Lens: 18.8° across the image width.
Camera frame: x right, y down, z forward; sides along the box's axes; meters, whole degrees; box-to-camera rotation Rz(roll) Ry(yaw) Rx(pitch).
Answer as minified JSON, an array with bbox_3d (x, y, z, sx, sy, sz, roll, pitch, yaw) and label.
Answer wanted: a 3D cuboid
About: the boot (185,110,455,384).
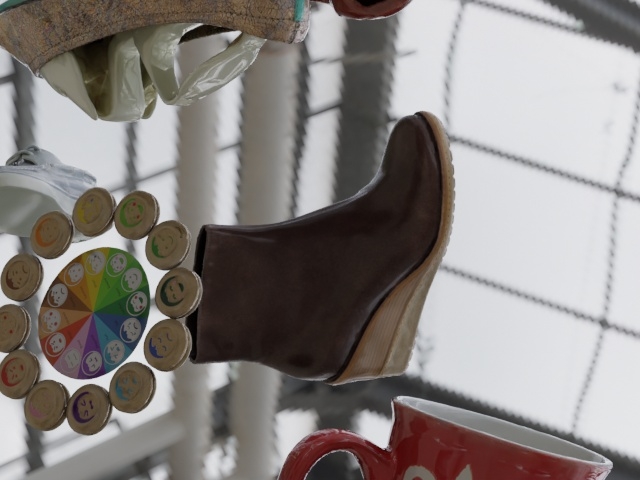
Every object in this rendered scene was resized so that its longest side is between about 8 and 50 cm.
[{"bbox_3d":[0.000,0.000,1.649,0.090,0.207,0.248,-157,-104,-65],"label":"boot"}]

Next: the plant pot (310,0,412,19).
[{"bbox_3d":[0.048,-0.320,1.389,0.272,0.265,0.272,28,-23,13],"label":"plant pot"}]

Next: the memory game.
[{"bbox_3d":[-0.163,0.048,1.366,0.186,0.012,0.186,-11,-113,28],"label":"memory game"}]

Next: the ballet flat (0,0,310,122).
[{"bbox_3d":[-0.122,-0.137,1.296,0.316,0.107,0.106,-12,-94,49],"label":"ballet flat"}]

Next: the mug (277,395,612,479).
[{"bbox_3d":[0.050,0.169,0.960,0.150,0.113,0.169,16,-89,14],"label":"mug"}]

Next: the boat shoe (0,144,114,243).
[{"bbox_3d":[-0.296,-0.053,2.006,0.079,0.227,0.081,-26,-108,18],"label":"boat shoe"}]
